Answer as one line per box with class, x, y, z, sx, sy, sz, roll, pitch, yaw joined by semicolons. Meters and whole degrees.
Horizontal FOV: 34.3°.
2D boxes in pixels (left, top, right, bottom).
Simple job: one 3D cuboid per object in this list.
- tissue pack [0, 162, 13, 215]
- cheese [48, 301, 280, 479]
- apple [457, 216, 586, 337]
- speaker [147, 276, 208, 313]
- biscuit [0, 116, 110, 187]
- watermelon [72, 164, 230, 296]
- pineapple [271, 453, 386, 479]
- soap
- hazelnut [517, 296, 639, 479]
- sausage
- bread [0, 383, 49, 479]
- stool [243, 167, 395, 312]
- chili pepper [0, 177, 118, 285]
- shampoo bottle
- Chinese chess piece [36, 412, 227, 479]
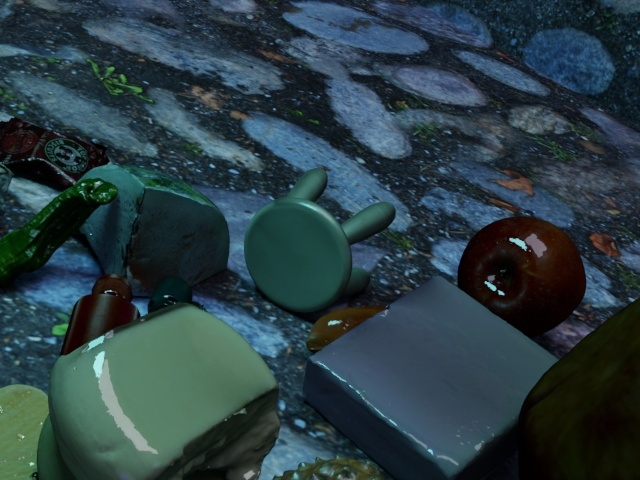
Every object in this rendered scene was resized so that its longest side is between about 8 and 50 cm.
tissue pack;-0.645;-0.108;1.649;0.215;0.122;0.257;-14;35;-42
cheese;-0.169;0.193;1.164;0.233;0.127;0.266;50;42;14
apple;0.356;0.064;1.836;0.218;0.218;0.201;41;10;35
speaker;-0.220;0.107;1.602;0.094;0.060;0.075;50;23;-18
biscuit;-0.496;-0.152;1.876;0.236;0.063;0.151;19;40;-9
watermelon;-0.274;0.007;1.690;0.320;0.213;0.290;-7;-30;40
pineapple;-0.081;0.355;1.148;0.361;0.175;0.175;-13;39;-22
soap;0.174;0.211;1.511;0.296;0.107;0.285;-29;51;-33
hazelnut;0.458;0.266;1.290;0.402;0.429;0.402;48;9;-10
sausage;0.059;0.147;1.649;0.179;0.089;0.089;-9;38;-42
bread;-0.373;0.251;1.263;0.251;0.038;0.182;-14;42;-44
stool;0.000;0.000;1.760;0.195;0.195;0.199;28;29;18
chili pepper;-0.419;-0.013;1.563;0.074;0.257;0.100;49;-4;-1
shampoo bottle;-0.310;0.139;1.468;0.102;0.064;0.260;12;29;-11
Chinese chess piece;-0.217;0.259;1.232;0.238;0.092;0.237;20;39;-18
